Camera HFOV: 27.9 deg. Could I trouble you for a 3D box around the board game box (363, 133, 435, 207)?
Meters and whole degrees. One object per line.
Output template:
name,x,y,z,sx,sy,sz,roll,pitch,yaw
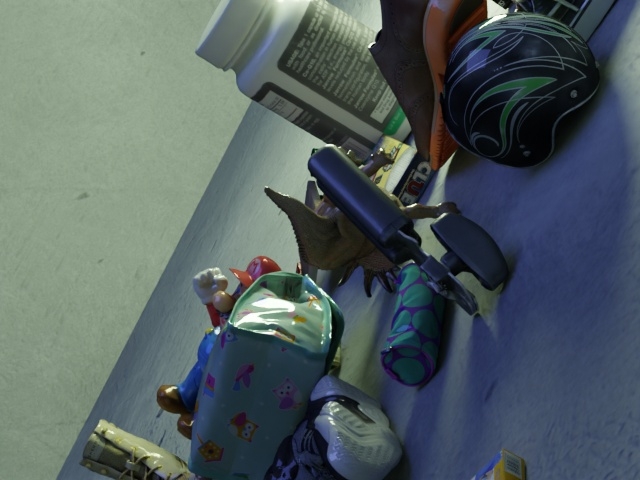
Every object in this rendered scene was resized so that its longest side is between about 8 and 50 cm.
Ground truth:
board game box,0.096,-0.072,1.971,0.165,0.042,0.243,-59,13,5

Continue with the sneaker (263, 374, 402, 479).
sneaker,0.010,0.258,1.465,0.153,0.101,0.268,-59,7,7

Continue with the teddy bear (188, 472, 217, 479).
teddy bear,-0.179,0.431,1.768,0.338,0.113,0.245,-56,16,18

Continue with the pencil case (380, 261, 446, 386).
pencil case,0.109,0.095,1.505,0.070,0.064,0.152,-21,33,30

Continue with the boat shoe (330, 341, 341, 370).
boat shoe,-0.030,0.184,1.828,0.153,0.056,0.048,-29,48,32

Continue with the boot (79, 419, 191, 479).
boot,-0.287,0.374,2.080,0.095,0.203,0.262,-61,12,-1

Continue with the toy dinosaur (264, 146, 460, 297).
toy dinosaur,0.040,-0.008,1.684,0.127,0.295,0.200,57,131,27

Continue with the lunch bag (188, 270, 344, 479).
lunch bag,-0.070,0.175,1.701,0.262,0.160,0.223,-77,5,-73

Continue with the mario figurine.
mario figurine,-0.171,0.162,2.122,0.320,0.198,0.170,-59,-10,10

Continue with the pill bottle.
pill bottle,-0.011,-0.291,2.137,0.204,0.361,0.204,-55,14,21

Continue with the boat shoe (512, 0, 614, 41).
boat shoe,0.284,-0.293,1.599,0.306,0.105,0.113,-57,13,15

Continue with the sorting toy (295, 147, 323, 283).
sorting toy,0.000,0.000,2.044,0.132,0.046,0.275,-105,21,-62

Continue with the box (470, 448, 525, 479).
box,0.133,0.257,1.149,0.136,0.028,0.081,-50,16,30

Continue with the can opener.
can opener,0.102,-0.024,1.481,0.095,0.283,0.076,-40,-33,-5

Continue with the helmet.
helmet,0.229,-0.183,1.484,0.169,0.169,0.161,-75,3,-49

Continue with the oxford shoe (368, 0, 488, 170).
oxford shoe,0.140,-0.230,1.685,0.130,0.132,0.364,-51,-24,-25

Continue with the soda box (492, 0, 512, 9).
soda box,0.286,-0.432,1.994,0.053,0.060,0.169,-48,17,39
